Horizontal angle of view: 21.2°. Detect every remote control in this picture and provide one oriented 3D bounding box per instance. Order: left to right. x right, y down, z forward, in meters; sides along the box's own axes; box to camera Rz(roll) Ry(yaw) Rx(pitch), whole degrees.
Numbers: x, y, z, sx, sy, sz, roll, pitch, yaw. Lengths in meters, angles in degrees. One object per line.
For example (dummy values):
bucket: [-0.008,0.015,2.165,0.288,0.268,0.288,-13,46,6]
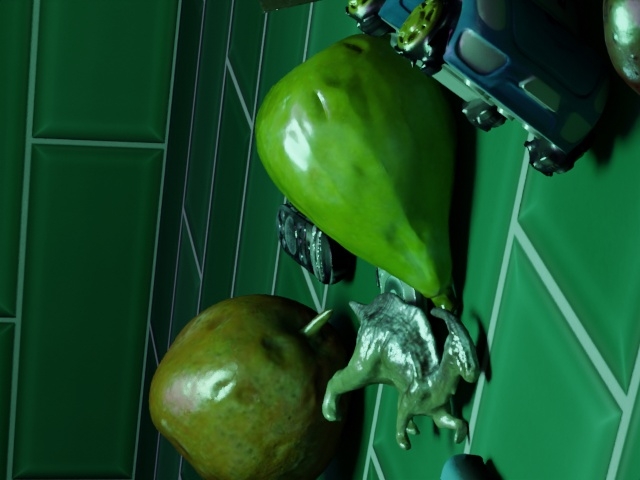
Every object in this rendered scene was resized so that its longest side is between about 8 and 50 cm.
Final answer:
remote control: [0.000,0.000,2.415,0.266,0.066,0.090,-141,40,-69]
remote control: [0.100,0.055,1.986,0.097,0.045,0.256,140,128,-63]

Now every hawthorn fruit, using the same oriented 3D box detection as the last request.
hawthorn fruit: [-0.073,0.188,2.286,0.298,0.277,0.277,-48,35,31]

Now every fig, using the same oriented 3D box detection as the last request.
fig: [0.078,-0.093,1.885,0.314,0.233,0.233,36,139,18]

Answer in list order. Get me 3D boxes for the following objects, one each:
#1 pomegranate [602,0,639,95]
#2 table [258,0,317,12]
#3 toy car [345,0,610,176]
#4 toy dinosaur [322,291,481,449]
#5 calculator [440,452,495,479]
pomegranate: [0.270,-0.145,1.163,0.159,0.129,0.129,27,126,26]
table: [-0.021,-0.474,2.067,0.250,0.196,0.282,60,-158,-54]
toy car: [0.158,-0.188,1.516,0.166,0.198,0.314,-54,22,7]
toy dinosaur: [0.094,0.141,1.883,0.294,0.077,0.162,13,100,52]
calculator: [0.162,0.331,1.673,0.293,0.051,0.173,-119,32,-67]
